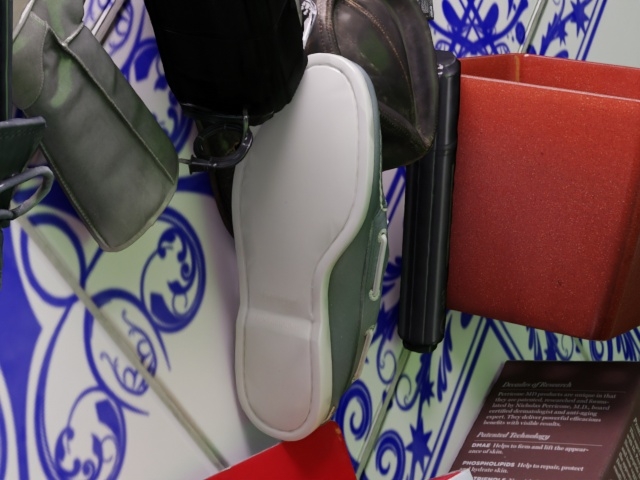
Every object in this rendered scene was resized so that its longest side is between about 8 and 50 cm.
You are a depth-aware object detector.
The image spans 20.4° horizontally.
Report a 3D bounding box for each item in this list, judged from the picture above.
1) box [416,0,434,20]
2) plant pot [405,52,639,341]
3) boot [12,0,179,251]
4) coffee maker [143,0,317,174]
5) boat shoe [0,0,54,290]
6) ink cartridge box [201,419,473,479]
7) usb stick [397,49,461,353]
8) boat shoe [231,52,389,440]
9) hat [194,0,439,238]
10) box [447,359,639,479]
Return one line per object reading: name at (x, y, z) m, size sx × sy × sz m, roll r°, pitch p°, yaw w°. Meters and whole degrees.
box at (0.081, -0.248, 1.682) m, size 0.067 × 0.018 × 0.083 m, roll -14°, pitch 100°, yaw -57°
plant pot at (0.240, -0.045, 1.719) m, size 0.267 × 0.267 × 0.235 m, roll -15°, pitch 112°, yaw -57°
boot at (-0.156, -0.123, 1.257) m, size 0.208 × 0.076 × 0.189 m, roll 48°, pitch 63°, yaw -37°
coffee maker at (-0.067, -0.171, 1.261) m, size 0.178 × 0.120 × 0.171 m, roll 75°, pitch 5°, yaw -57°
boat shoe at (-0.252, -0.035, 1.032) m, size 0.187 × 0.156 × 0.500 m, roll -4°, pitch 93°, yaw -59°
ink cartridge box at (0.001, 0.292, 1.334) m, size 0.309 × 0.130 × 0.272 m, roll -21°, pitch 90°, yaw -47°
usb stick at (0.099, -0.036, 1.619) m, size 0.077 × 0.045 × 0.278 m, roll -66°, pitch 159°, yaw -70°
boat shoe at (0.000, 0.000, 1.415) m, size 0.099 × 0.116 × 0.319 m, roll -26°, pitch 128°, yaw -55°
hat at (0.021, -0.138, 1.479) m, size 0.331 × 0.134 × 0.331 m, roll 7°, pitch 82°, yaw -57°
box at (0.247, 0.246, 1.777) m, size 0.203 × 0.167 × 0.168 m, roll -57°, pitch 133°, yaw -42°
